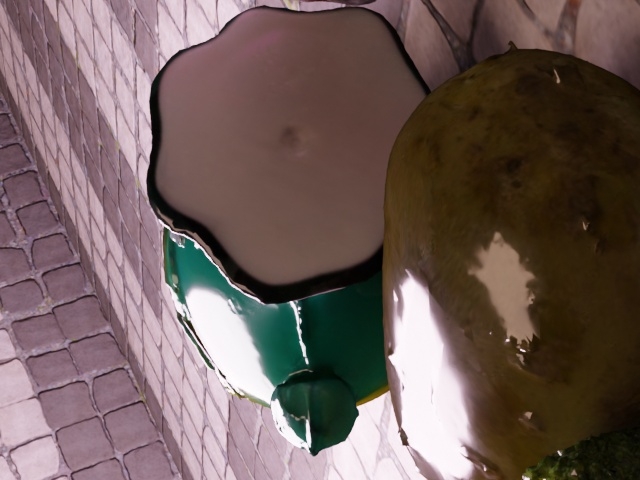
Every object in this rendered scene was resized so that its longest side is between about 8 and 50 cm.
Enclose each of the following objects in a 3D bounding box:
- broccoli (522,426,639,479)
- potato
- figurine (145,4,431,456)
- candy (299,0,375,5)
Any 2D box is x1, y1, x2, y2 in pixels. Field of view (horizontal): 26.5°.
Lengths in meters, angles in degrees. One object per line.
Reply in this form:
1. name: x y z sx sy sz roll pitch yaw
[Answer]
1. broccoli: 0.180 0.228 0.603 0.304 0.283 0.321 14 139 56
2. potato: 0.123 0.045 0.748 0.210 0.173 0.307 52 155 40
3. figurine: 0.000 0.000 0.969 0.340 0.232 0.323 76 -168 -70
4. candy: -0.035 -0.246 0.806 0.214 0.157 0.289 31 179 24
